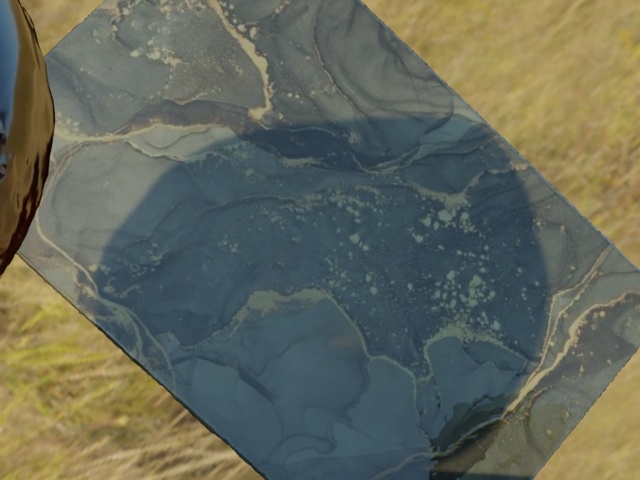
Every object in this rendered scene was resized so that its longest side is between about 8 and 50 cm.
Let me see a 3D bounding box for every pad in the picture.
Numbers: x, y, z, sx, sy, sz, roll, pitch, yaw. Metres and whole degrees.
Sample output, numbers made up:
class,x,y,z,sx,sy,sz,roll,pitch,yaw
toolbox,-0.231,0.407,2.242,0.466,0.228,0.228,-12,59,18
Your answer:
class,x,y,z,sx,sy,sz,roll,pitch,yaw
pad,0.000,0.000,0.766,0.367,0.007,0.247,44,76,-3

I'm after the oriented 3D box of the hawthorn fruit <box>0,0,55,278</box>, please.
class,x,y,z,sx,sy,sz,roll,pitch,yaw
hawthorn fruit,-0.186,-0.019,0.332,0.215,0.250,0.215,7,77,-34
